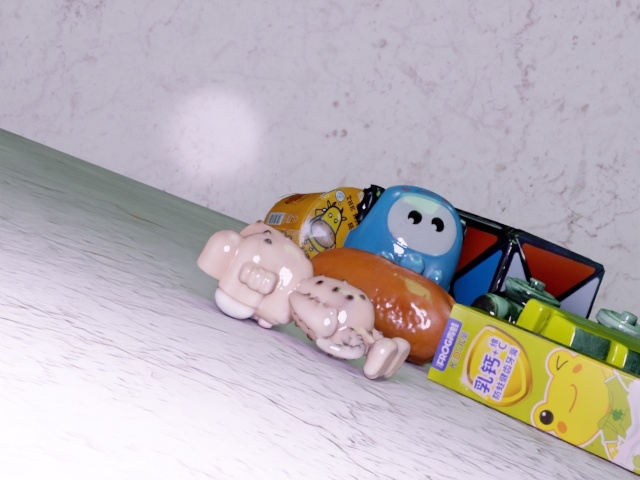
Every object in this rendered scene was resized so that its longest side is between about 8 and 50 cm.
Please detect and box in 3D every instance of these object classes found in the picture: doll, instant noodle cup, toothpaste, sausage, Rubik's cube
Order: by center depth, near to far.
[{"bbox_3d":[-0.023,0.073,1.434,0.278,0.119,0.154,34,9,30],"label":"doll"},{"bbox_3d":[0.301,0.188,1.539,0.327,0.110,0.077,23,5,30],"label":"toothpaste"},{"bbox_3d":[0.084,0.088,1.731,0.258,0.133,0.133,23,3,31],"label":"sausage"},{"bbox_3d":[0.326,0.100,2.188,0.250,0.248,0.246,19,4,-32],"label":"Rubik's cube"},{"bbox_3d":[0.000,0.000,2.263,0.215,0.216,0.172,20,-6,-36],"label":"instant noodle cup"}]

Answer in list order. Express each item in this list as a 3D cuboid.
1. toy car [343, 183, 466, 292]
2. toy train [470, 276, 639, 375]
[{"bbox_3d":[0.132,0.040,1.981,0.188,0.255,0.190,20,18,-13],"label":"toy car"},{"bbox_3d":[0.446,0.202,1.965,0.442,0.179,0.272,20,10,-34],"label":"toy train"}]
